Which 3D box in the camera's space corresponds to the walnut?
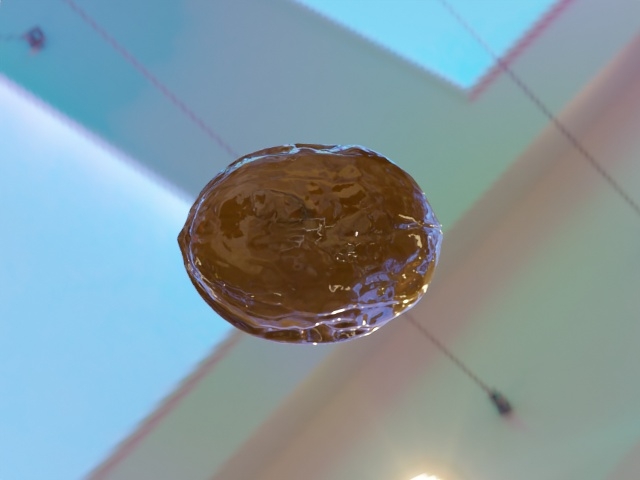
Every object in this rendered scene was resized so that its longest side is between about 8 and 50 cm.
[{"bbox_3d":[0.000,0.000,0.830,0.121,0.052,0.091,-3,-93,-12],"label":"walnut"}]
